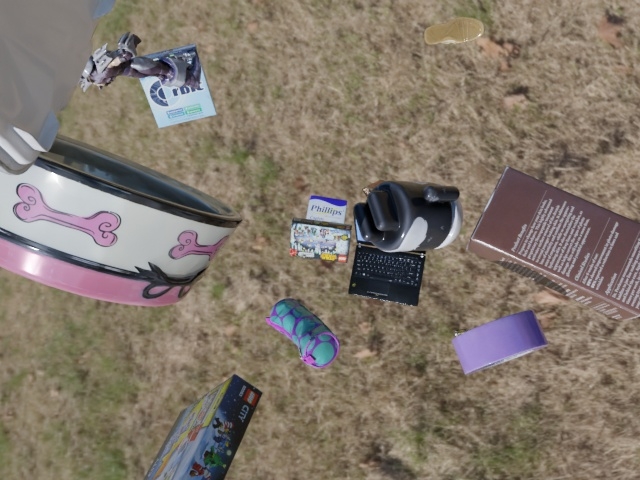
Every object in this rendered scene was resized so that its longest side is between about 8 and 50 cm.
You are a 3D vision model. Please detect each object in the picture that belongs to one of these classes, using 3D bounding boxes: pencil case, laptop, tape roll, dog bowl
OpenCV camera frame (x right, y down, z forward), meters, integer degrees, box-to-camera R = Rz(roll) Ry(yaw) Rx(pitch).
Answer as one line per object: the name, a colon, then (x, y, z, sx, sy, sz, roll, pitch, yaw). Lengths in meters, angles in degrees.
pencil case: (-0.032, 0.155, 1.044, 0.152, 0.070, 0.064, 33, 146, 56)
laptop: (0.206, 0.059, 1.928, 0.234, 0.136, 0.264, 9, 87, 17)
tape roll: (0.386, 0.221, 1.317, 0.189, 0.189, 0.080, -34, 66, 37)
dog bowl: (-0.327, -0.042, 0.867, 0.408, 0.408, 0.150, 28, 98, 46)

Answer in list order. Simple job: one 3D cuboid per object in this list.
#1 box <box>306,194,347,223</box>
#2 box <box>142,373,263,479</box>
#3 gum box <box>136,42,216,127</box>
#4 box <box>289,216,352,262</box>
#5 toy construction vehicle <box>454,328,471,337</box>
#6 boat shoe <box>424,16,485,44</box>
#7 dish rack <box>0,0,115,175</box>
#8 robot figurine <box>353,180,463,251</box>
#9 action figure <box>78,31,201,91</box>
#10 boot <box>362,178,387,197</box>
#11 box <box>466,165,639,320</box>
box: (0.016, -0.070, 2.007, 0.072, 0.126, 0.137, 94, -175, -80)
box: (-0.160, 0.276, 0.677, 0.159, 0.044, 0.233, -41, 17, 44)
gum box: (-0.366, -0.391, 1.552, 0.157, 0.184, 0.041, -14, 42, -1)
box: (0.000, 0.000, 1.393, 0.027, 0.137, 0.093, -77, -7, -55)
toy construction vehicle: (0.425, 0.275, 1.700, 0.098, 0.086, 0.035, -11, 101, 19)
boat shoe: (0.353, -0.542, 1.571, 0.170, 0.059, 0.063, 10, 115, 42)
dish rack: (-0.255, -0.212, 0.480, 0.333, 0.072, 0.285, 101, -176, -74)
robot figurine: (0.216, -0.061, 1.474, 0.209, 0.278, 0.173, 23, 110, 53)
action figure: (-0.412, -0.381, 1.332, 0.185, 0.285, 0.099, -4, 92, 49)
boot: (0.196, -0.169, 2.012, 0.085, 0.059, 0.158, -31, 18, -2)
box: (0.542, 0.009, 1.358, 0.382, 0.143, 0.191, 27, 83, 12)
